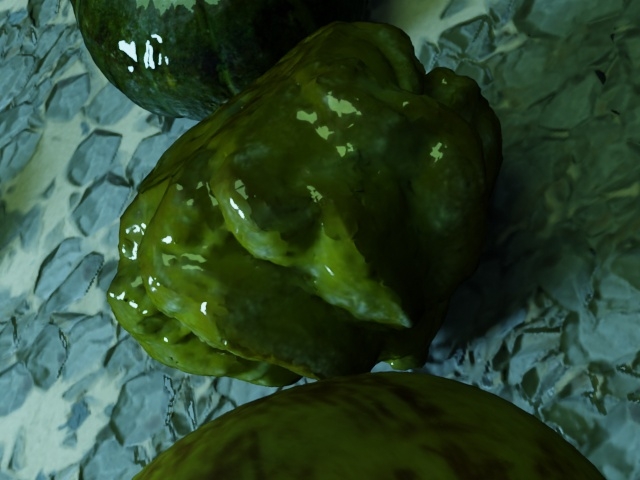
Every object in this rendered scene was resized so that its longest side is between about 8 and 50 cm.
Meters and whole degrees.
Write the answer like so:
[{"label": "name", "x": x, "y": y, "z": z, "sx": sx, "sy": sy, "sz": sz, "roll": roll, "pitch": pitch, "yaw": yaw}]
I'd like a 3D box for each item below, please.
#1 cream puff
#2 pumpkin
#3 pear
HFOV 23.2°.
[{"label": "cream puff", "x": -0.007, "y": -0.015, "z": 0.890, "sx": 0.244, "sy": 0.196, "sz": 0.244, "roll": -157, "pitch": 90, "yaw": -88}, {"label": "pumpkin", "x": -0.069, "y": -0.182, "z": 1.083, "sx": 0.224, "sy": 0.157, "sz": 0.223, "roll": -9, "pitch": 54, "yaw": 13}, {"label": "pear", "x": 0.029, "y": 0.194, "z": 0.670, "sx": 0.281, "sy": 0.281, "sz": 0.280, "roll": -20, "pitch": 51, "yaw": 26}]
